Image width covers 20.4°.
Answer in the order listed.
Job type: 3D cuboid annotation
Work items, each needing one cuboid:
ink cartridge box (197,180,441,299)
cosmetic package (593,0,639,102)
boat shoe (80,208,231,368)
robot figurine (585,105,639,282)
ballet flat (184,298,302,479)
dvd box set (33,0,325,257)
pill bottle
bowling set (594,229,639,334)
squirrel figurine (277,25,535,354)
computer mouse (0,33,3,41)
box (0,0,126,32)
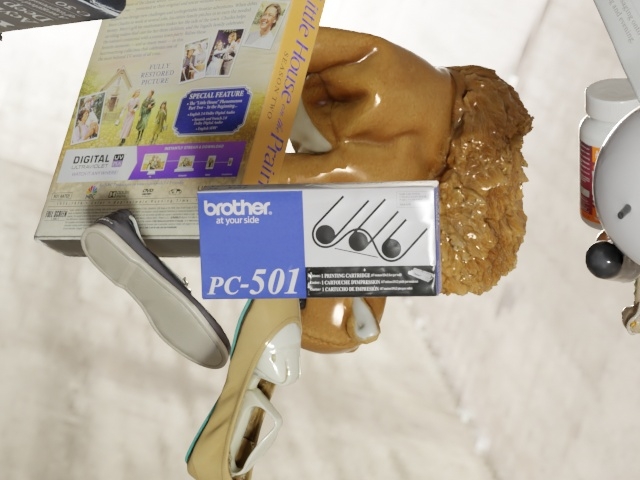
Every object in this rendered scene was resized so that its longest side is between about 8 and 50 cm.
[{"bbox_3d":[0.000,0.000,1.546,0.046,0.207,0.097,-49,138,-78],"label":"ink cartridge box"},{"bbox_3d":[0.386,-0.273,1.341,0.385,0.156,0.217,-35,-122,31],"label":"cosmetic package"},{"bbox_3d":[-0.162,0.047,1.893,0.065,0.206,0.075,-45,180,-43],"label":"boat shoe"},{"bbox_3d":[0.360,-0.046,1.666,0.278,0.173,0.209,2,101,-65],"label":"robot figurine"},{"bbox_3d":[-0.056,0.140,1.714,0.080,0.073,0.232,-5,122,-58],"label":"ballet flat"},{"bbox_3d":[-0.151,-0.183,2.044,0.307,0.062,0.420,-1,-113,38],"label":"dvd box set"},{"bbox_3d":[0.465,-0.134,2.794,0.121,0.121,0.221,-97,-178,-63],"label":"pill bottle"},{"bbox_3d":[0.472,0.070,2.460,0.287,0.200,0.154,-23,126,-55],"label":"bowling set"},{"bbox_3d":[0.084,-0.038,2.214,0.281,0.397,0.370,138,-43,-74],"label":"squirrel figurine"},{"bbox_3d":[-0.510,-0.315,2.377,0.042,0.193,0.106,-14,-95,44],"label":"computer mouse"},{"bbox_3d":[-0.397,-0.344,1.716,0.395,0.293,0.212,2,-103,48],"label":"box"}]
